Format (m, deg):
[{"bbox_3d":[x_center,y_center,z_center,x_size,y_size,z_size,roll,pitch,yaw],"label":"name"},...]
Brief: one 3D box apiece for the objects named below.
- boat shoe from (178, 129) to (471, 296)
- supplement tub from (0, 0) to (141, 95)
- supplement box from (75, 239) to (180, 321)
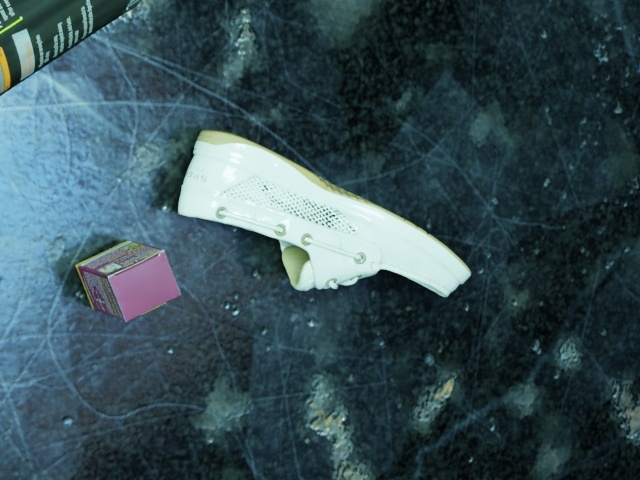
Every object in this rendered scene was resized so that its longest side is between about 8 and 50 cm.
[{"bbox_3d":[0.000,0.000,1.454,0.277,0.098,0.096,25,84,-18],"label":"boat shoe"},{"bbox_3d":[-0.295,-0.182,1.220,0.316,0.193,0.193,-37,111,-20],"label":"supplement tub"},{"bbox_3d":[-0.160,0.033,1.377,0.055,0.083,0.043,-26,107,-22],"label":"supplement box"}]
